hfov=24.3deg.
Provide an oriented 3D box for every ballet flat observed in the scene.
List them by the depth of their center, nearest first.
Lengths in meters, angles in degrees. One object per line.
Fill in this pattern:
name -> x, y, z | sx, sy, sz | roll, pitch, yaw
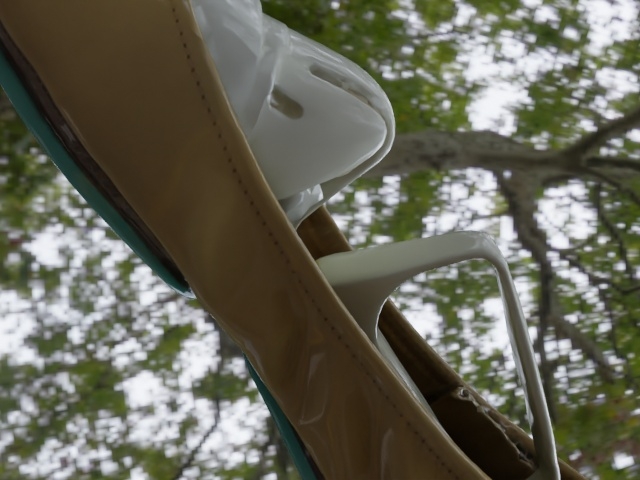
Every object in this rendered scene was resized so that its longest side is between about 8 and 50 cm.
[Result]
ballet flat -> 0.000, 0.000, 0.354 | 0.073, 0.080, 0.232 | -28, -67, 10
